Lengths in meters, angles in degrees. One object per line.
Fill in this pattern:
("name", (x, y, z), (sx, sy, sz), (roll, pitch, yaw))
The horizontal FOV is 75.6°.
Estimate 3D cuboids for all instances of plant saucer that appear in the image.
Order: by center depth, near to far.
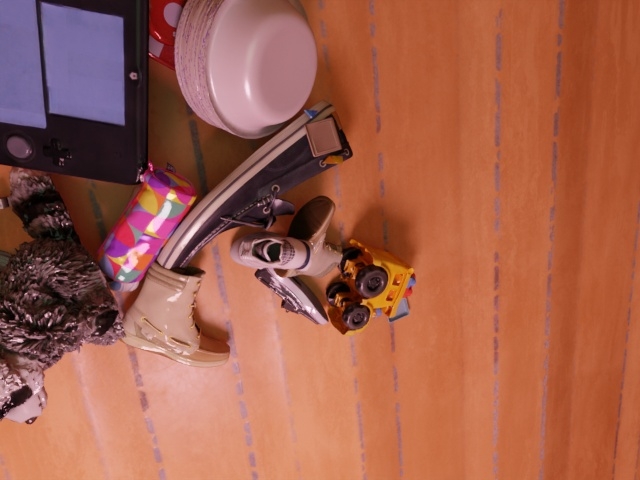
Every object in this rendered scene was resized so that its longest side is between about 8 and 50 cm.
("plant saucer", (0.191, 0.130, 1.127), (0.067, 0.018, 0.191), (-21, 109, -11))

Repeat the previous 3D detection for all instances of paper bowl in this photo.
("paper bowl", (-0.116, -0.335, 0.778), (0.284, 0.148, 0.284), (-40, 145, -35))

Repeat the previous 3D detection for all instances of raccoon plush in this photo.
("raccoon plush", (-0.573, 0.102, 0.740), (0.299, 0.216, 0.446), (-25, 75, -36))

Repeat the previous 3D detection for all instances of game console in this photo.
("game console", (-0.460, -0.302, 0.689), (0.342, 0.060, 0.386), (11, 113, 1))

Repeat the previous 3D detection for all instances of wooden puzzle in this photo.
("wooden puzzle", (0.005, -0.209, 0.843), (0.079, 0.014, 0.116), (-15, 97, -27))

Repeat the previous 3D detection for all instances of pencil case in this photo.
("pencil case", (-0.328, -0.032, 0.774), (0.104, 0.104, 0.236), (30, 107, -21))

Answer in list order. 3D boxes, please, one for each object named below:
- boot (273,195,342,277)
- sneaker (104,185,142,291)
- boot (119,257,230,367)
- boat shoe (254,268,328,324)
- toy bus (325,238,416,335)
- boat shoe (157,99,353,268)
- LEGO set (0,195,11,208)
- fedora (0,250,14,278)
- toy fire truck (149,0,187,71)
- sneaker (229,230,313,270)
("boot", (0.000, 0.000, 0.967), (0.165, 0.077, 0.213), (11, 117, -50))
("sneaker", (-0.409, -0.001, 0.872), (0.086, 0.085, 0.237), (9, 102, -41))
("boot", (-0.296, 0.166, 0.943), (0.262, 0.095, 0.203), (25, 94, -22))
("boat shoe", (-0.073, 0.139, 1.020), (0.076, 0.080, 0.228), (-38, 114, 11))
("toy bus", (0.142, 0.127, 1.044), (0.212, 0.149, 0.220), (12, 105, -26))
("boat shoe", (-0.130, -0.097, 0.890), (0.500, 0.187, 0.156), (-41, 105, -10))
("LEGO set", (-0.707, -0.029, 0.774), (0.228, 0.093, 0.086), (-8, 105, -15))
("fedora", (-0.683, 0.164, 0.810), (0.244, 0.124, 0.275), (-4, 104, -17))
("toy fire truck", (-0.217, -0.454, 0.806), (0.254, 0.169, 0.302), (20, 97, -44))
("sneaker", (-0.128, 0.019, 0.897), (0.095, 0.235, 0.090), (6, 85, -51))
